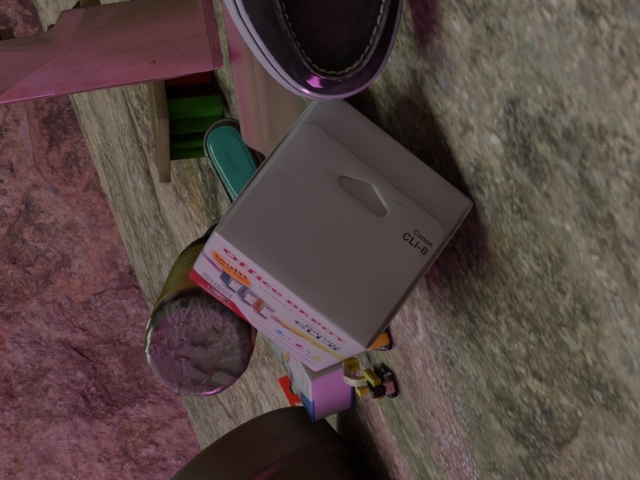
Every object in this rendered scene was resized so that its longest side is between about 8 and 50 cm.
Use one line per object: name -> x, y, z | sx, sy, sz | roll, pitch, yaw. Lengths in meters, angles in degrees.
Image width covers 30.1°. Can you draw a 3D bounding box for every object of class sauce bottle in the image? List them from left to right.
sauce bottle -> -0.116, 0.055, 1.298 | 0.344, 0.111, 0.111 | -89, -17, -72

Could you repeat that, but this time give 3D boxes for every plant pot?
plant pot -> -0.022, 0.388, 1.280 | 0.280, 0.323, 0.323 | 40, 152, 29

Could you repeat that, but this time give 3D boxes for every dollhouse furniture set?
dollhouse furniture set -> -0.257, -0.322, 1.033 | 0.362, 0.256, 0.394 | -163, 62, -72

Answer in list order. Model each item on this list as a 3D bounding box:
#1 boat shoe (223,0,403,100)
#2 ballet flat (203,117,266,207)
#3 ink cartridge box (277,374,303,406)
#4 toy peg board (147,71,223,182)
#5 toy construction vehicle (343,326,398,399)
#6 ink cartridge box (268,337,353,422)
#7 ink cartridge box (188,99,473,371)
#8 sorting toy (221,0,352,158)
boat shoe -> -0.004, -0.215, 0.635 | 0.119, 0.121, 0.335 | -124, 21, -54
ballet flat -> -0.058, -0.029, 1.242 | 0.213, 0.072, 0.068 | 68, -167, 7
ink cartridge box -> -0.025, 0.265, 1.547 | 0.179, 0.045, 0.145 | 65, 165, 5
toy peg board -> -0.162, -0.176, 1.405 | 0.161, 0.079, 0.161 | 106, 157, -66
toy construction vehicle -> 0.038, 0.104, 1.103 | 0.098, 0.035, 0.086 | -142, 34, -63
ink cartridge box -> -0.013, 0.119, 1.277 | 0.088, 0.052, 0.122 | 88, 158, -51
ink cartridge box -> 0.000, 0.000, 0.830 | 0.128, 0.127, 0.176 | 37, 164, -2
sorting toy -> -0.013, -0.100, 0.989 | 0.196, 0.047, 0.348 | 52, 158, 39
